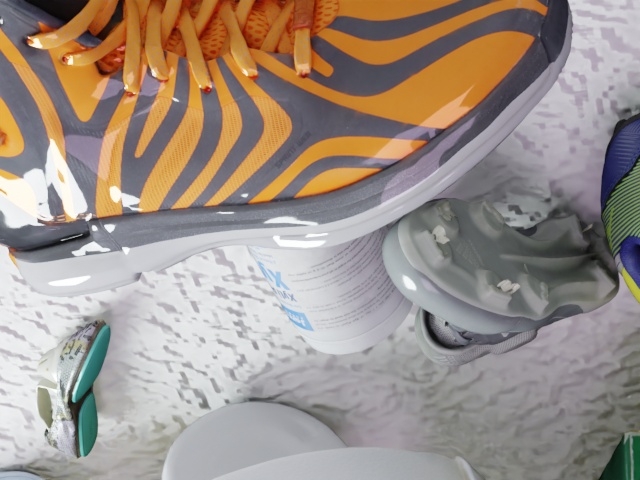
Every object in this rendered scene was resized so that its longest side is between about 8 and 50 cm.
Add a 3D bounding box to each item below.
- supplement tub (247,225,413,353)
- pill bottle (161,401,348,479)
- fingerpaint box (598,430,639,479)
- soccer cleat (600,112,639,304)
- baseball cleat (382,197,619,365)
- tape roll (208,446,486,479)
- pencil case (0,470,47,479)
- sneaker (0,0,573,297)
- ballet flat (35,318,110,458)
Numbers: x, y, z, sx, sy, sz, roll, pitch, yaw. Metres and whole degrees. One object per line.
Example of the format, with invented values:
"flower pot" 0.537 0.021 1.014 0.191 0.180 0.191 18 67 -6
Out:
"supplement tub" 0.000 0.000 0.805 0.071 0.071 0.107 -14 129 18
"pill bottle" -0.044 0.210 0.971 0.119 0.119 0.208 7 133 -1
"fingerpaint box" 0.356 0.282 0.914 0.445 0.163 0.371 7 148 -1
"soccer cleat" 0.216 0.056 0.802 0.093 0.121 0.289 -18 129 20
"baseball cleat" 0.075 0.031 0.766 0.109 0.072 0.206 -37 156 29
"tape roll" -0.008 0.238 0.852 0.286 0.100 0.286 -12 136 -12
"pencil case" -0.166 0.275 1.041 0.113 0.124 0.273 -39 132 -14
"sneaker" -0.060 -0.085 0.695 0.321 0.124 0.180 -20 129 22
"ballet flat" -0.151 0.086 0.923 0.041 0.041 0.114 10 132 -4
